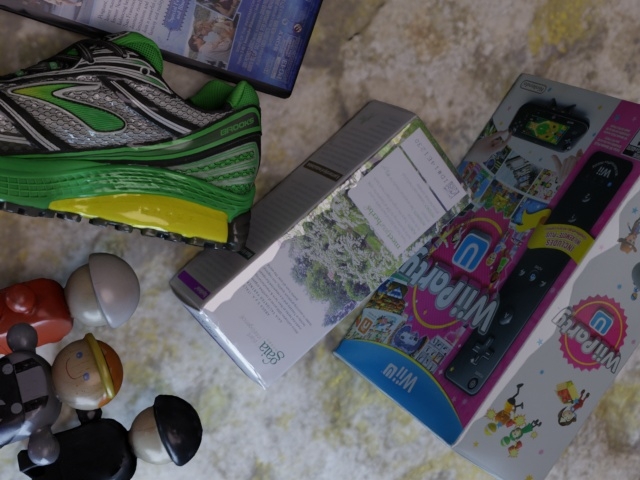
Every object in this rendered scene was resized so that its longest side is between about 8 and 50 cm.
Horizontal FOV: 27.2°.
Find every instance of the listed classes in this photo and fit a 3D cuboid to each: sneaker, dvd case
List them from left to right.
[{"bbox_3d":[-0.199,-0.091,0.968,0.343,0.134,0.146,10,93,-34],"label":"sneaker"},{"bbox_3d":[-0.108,-0.228,1.013,0.253,0.022,0.180,15,99,-26],"label":"dvd case"}]

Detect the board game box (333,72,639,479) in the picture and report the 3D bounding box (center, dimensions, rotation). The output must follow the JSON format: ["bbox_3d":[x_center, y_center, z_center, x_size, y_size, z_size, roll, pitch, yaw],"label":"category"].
[{"bbox_3d":[0.171,0.025,1.090,0.097,0.224,0.303,34,89,-28],"label":"board game box"}]

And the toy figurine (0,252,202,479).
[{"bbox_3d":[-0.177,0.133,0.977,0.148,0.209,0.213,-18,110,-1],"label":"toy figurine"}]

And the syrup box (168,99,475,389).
[{"bbox_3d":[0.000,0.000,1.081,0.237,0.096,0.093,-42,114,-7],"label":"syrup box"}]
